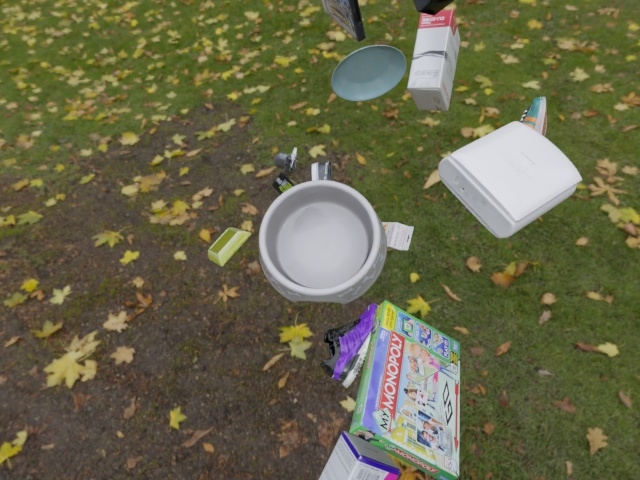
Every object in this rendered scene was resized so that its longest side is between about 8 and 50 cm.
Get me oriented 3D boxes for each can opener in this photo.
[{"bbox_3d":[-0.137,-0.305,1.618,0.095,0.075,0.283,12,-1,-11],"label":"can opener"}]

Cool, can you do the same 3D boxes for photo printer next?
[{"bbox_3d":[0.500,-0.172,1.079,0.308,0.107,0.256,-27,68,-21],"label":"photo printer"}]

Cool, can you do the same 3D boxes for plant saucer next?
[{"bbox_3d":[0.119,-0.433,1.061,0.195,0.195,0.037,-8,71,-9],"label":"plant saucer"},{"bbox_3d":[-0.404,0.013,1.794,0.188,0.045,0.188,-50,29,-15],"label":"plant saucer"}]

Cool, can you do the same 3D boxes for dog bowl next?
[{"bbox_3d":[0.000,0.000,1.088,0.350,0.102,0.348,-2,72,5],"label":"dog bowl"}]

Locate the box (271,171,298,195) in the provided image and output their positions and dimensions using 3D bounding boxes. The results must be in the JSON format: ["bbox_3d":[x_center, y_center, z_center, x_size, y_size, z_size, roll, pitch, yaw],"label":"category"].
[{"bbox_3d":[-0.025,-0.107,1.344,0.216,0.060,0.270,32,9,-32],"label":"box"}]

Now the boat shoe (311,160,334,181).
[{"bbox_3d":[0.027,-0.232,1.911,0.105,0.113,0.306,-12,57,13],"label":"boat shoe"}]

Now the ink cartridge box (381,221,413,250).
[{"bbox_3d":[0.292,-0.019,1.708,0.062,0.104,0.181,17,-5,-25],"label":"ink cartridge box"}]

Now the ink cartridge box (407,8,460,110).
[{"bbox_3d":[0.399,-0.616,1.456,0.114,0.272,0.197,9,-3,26],"label":"ink cartridge box"}]

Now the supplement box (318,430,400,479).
[{"bbox_3d":[0.063,0.565,0.928,0.111,0.219,0.114,29,-5,-17],"label":"supplement box"}]

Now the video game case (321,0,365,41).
[{"bbox_3d":[0.052,-0.847,1.414,0.035,0.248,0.274,-31,56,-1],"label":"video game case"}]

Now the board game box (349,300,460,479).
[{"bbox_3d":[0.192,0.297,0.875,0.214,0.046,0.317,31,40,-7],"label":"board game box"}]

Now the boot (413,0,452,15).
[{"bbox_3d":[0.293,-0.834,0.970,0.146,0.367,0.444,-12,82,-26],"label":"boot"}]

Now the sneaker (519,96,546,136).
[{"bbox_3d":[0.689,-0.359,1.412,0.121,0.108,0.301,8,68,33],"label":"sneaker"}]

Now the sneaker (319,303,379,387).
[{"bbox_3d":[0.092,0.312,1.360,0.146,0.102,0.293,29,61,4],"label":"sneaker"}]
